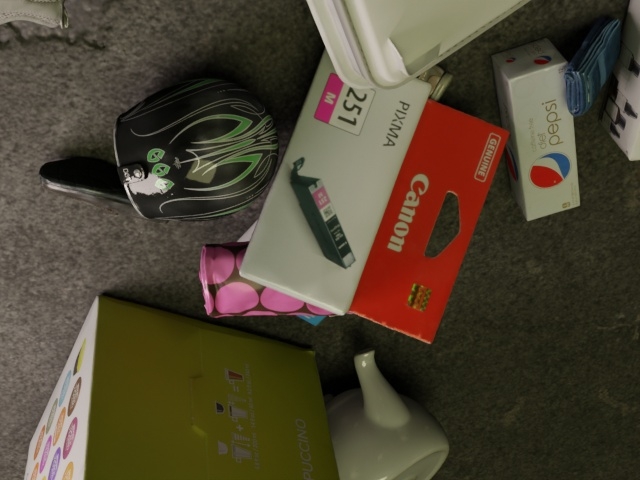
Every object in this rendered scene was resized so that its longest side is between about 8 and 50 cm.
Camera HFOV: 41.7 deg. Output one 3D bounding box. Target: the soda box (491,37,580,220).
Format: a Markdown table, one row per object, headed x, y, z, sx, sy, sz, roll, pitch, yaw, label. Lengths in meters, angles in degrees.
| x | y | z | sx | sy | sz | roll | pitch | yaw | label |
| --- | --- | --- | --- | --- | --- | --- | --- | --- | --- |
| 0.267 | -0.132 | 1.038 | 0.073 | 0.069 | 0.216 | -17 | 128 | 2 | soda box |

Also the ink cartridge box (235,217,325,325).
| x | y | z | sx | sy | sz | roll | pitch | yaw | label |
| --- | --- | --- | --- | --- | --- | --- | --- | --- | --- |
| 0.000 | 0.000 | 1.075 | 0.139 | 0.082 | 0.191 | 32 | 114 | -29 | ink cartridge box |

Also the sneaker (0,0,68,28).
| x | y | z | sx | sy | sz | roll | pitch | yaw | label |
| --- | --- | --- | --- | --- | --- | --- | --- | --- | --- |
| -0.379 | -0.228 | 0.804 | 0.281 | 0.105 | 0.115 | -8 | 128 | -6 | sneaker |

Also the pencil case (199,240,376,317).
| x | y | z | sx | sy | sz | roll | pitch | yaw | label |
| --- | --- | --- | --- | --- | --- | --- | --- | --- | --- |
| -0.038 | 0.049 | 0.998 | 0.209 | 0.095 | 0.098 | 1 | 125 | -5 | pencil case |

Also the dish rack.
| x | y | z | sx | sy | sz | roll | pitch | yaw | label |
| --- | --- | --- | --- | --- | --- | --- | --- | --- | --- |
| 0.137 | -0.305 | 0.797 | 0.332 | 0.072 | 0.286 | -35 | 138 | -6 | dish rack |

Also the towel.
| x | y | z | sx | sy | sz | roll | pitch | yaw | label |
| --- | --- | --- | --- | --- | --- | --- | --- | --- | --- |
| 0.316 | -0.201 | 0.971 | 0.029 | 0.119 | 0.067 | 13 | 141 | 32 | towel |

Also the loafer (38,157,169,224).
| x | y | z | sx | sy | sz | roll | pitch | yaw | label |
| --- | --- | --- | --- | --- | --- | --- | --- | --- | --- |
| -0.249 | -0.052 | 0.998 | 0.170 | 0.062 | 0.061 | 12 | 129 | -18 | loafer |

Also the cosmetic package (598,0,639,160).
| x | y | z | sx | sy | sz | roll | pitch | yaw | label |
| --- | --- | --- | --- | --- | --- | --- | --- | --- | --- |
| 0.392 | -0.220 | 0.977 | 0.060 | 0.099 | 0.239 | -5 | 127 | -9 | cosmetic package |

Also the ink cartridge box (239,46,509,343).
| x | y | z | sx | sy | sz | roll | pitch | yaw | label |
| --- | --- | --- | --- | --- | --- | --- | --- | --- | --- |
| 0.067 | -0.047 | 0.939 | 0.238 | 0.060 | 0.275 | 21 | 86 | -4 | ink cartridge box |

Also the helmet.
| x | y | z | sx | sy | sz | roll | pitch | yaw | label |
| --- | --- | --- | --- | --- | --- | --- | --- | --- | --- |
| -0.127 | -0.099 | 0.920 | 0.161 | 0.169 | 0.169 | -13 | 129 | 6 | helmet |

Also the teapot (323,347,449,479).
| x | y | z | sx | sy | sz | roll | pitch | yaw | label |
| --- | --- | --- | --- | --- | --- | --- | --- | --- | --- |
| 0.055 | 0.315 | 1.276 | 0.256 | 0.187 | 0.252 | -44 | 153 | 1 | teapot |

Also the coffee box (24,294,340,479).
| x | y | z | sx | sy | sz | roll | pitch | yaw | label |
| --- | --- | --- | --- | --- | --- | --- | --- | --- | --- |
| -0.199 | 0.332 | 1.128 | 0.338 | 0.338 | 0.334 | 18 | 122 | -23 | coffee box |

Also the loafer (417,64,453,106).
| x | y | z | sx | sy | sz | roll | pitch | yaw | label |
| --- | --- | --- | --- | --- | --- | --- | --- | --- | --- |
| 0.111 | -0.156 | 1.010 | 0.039 | 0.045 | 0.125 | 35 | 115 | 5 | loafer |
